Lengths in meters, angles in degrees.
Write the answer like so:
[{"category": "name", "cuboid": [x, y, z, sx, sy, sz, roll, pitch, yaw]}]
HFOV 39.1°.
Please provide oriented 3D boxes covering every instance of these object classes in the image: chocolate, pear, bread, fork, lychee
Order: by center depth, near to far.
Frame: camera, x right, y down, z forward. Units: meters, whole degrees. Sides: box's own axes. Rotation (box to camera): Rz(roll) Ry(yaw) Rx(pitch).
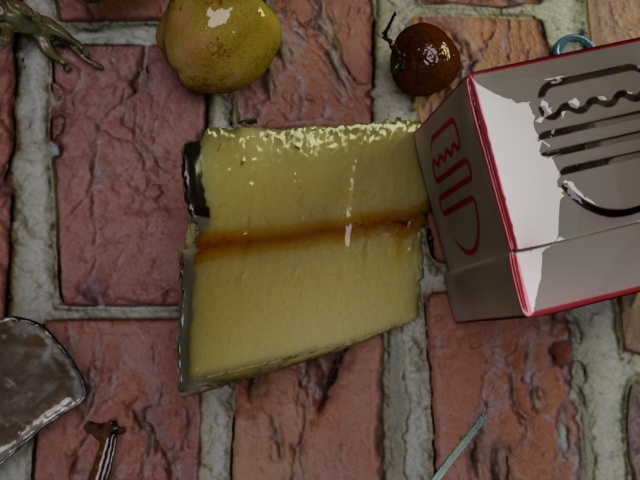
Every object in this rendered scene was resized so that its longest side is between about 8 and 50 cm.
[{"category": "chocolate", "cuboid": [-0.440, 0.209, 1.173, 0.254, 0.080, 0.157, -37, 98, -10]}, {"category": "bread", "cuboid": [0.000, 0.000, 1.195, 0.405, 0.242, 0.345, -10, 81, -4]}, {"category": "fork", "cuboid": [0.157, 0.327, 1.234, 0.039, 0.021, 0.235, 41, 77, 1]}, {"category": "pear", "cuboid": [-0.148, -0.291, 1.278, 0.178, 0.178, 0.178, 1, 78, -5]}, {"category": "lychee", "cuboid": [0.142, -0.271, 1.317, 0.140, 0.101, 0.114, 17, 117, -14]}]

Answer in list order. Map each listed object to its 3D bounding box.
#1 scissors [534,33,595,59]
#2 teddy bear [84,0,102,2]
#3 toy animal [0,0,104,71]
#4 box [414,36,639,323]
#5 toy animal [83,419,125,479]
[{"category": "scissors", "cuboid": [0.428, -0.195, 1.370, 0.125, 0.030, 0.256, -39, 82, -10]}, {"category": "teddy bear", "cuboid": [-0.326, -0.463, 1.293, 0.236, 0.151, 0.267, -41, 83, -10]}, {"category": "toy animal", "cuboid": [-0.407, -0.297, 1.276, 0.220, 0.086, 0.069, 29, 107, -21]}, {"category": "box", "cuboid": [0.325, -0.068, 1.179, 0.315, 0.312, 0.299, -13, 85, -8]}, {"category": "toy animal", "cuboid": [-0.304, 0.373, 1.162, 0.230, 0.066, 0.224, -42, 65, -3]}]
